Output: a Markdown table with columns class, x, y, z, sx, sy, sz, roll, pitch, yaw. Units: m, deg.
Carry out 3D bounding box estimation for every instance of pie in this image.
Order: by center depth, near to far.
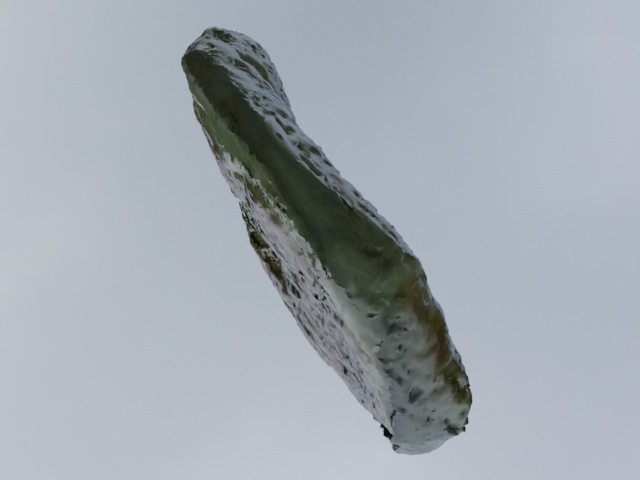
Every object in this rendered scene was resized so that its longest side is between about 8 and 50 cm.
| class | x | y | z | sx | sy | sz | roll | pitch | yaw |
| --- | --- | --- | --- | --- | --- | --- | --- | --- | --- |
| pie | 0.000 | 0.000 | 0.802 | 0.054 | 0.240 | 0.240 | -30 | -117 | -6 |
